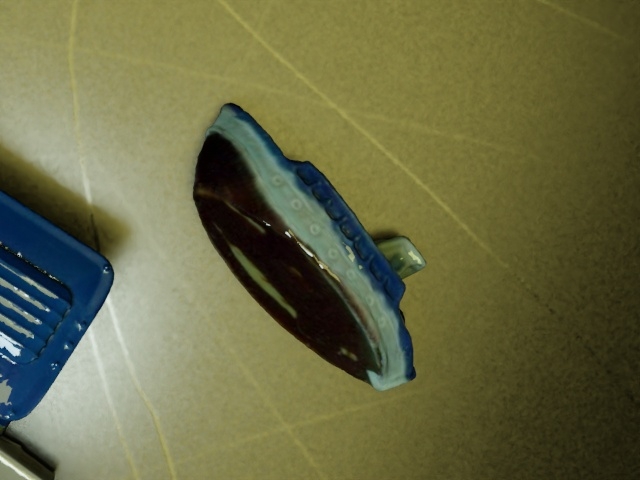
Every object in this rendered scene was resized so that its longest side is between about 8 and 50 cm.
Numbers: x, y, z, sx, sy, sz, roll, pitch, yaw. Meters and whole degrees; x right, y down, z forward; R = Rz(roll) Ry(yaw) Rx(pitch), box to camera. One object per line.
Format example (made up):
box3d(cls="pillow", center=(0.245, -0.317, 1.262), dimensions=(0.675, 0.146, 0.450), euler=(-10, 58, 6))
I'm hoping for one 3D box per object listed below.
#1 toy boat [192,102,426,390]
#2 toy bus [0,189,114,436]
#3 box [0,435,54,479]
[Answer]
box3d(cls="toy boat", center=(0.000, 0.000, 1.078), dimensions=(0.262, 0.114, 0.115), euler=(47, 52, -8))
box3d(cls="toy bus", center=(-0.312, 0.013, 0.983), dimensions=(0.288, 0.175, 0.138), euler=(34, 68, -9))
box3d(cls="box", center=(-0.417, 0.166, 1.067), dimensions=(0.365, 0.051, 0.204), euler=(37, 91, -8))
